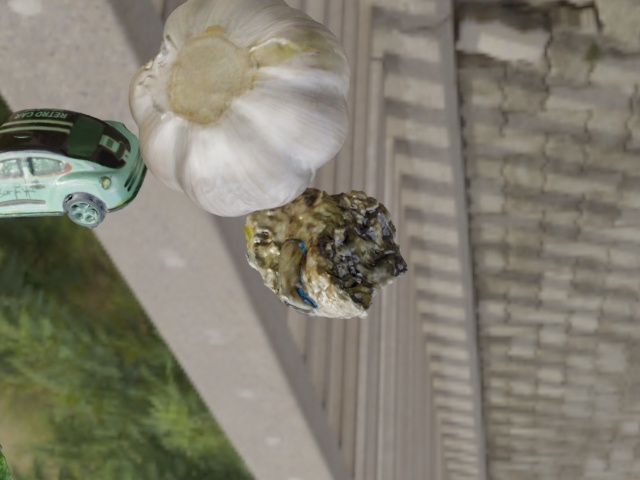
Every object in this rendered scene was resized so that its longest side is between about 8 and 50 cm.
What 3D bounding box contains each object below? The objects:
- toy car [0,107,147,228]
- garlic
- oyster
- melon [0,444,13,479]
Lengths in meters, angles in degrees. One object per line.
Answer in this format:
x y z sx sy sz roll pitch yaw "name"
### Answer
-0.380 -0.102 1.619 0.306 0.136 0.125 0 134 12 "toy car"
-0.070 -0.127 1.190 0.228 0.228 0.152 -15 167 29 "garlic"
0.000 0.000 1.569 0.223 0.214 0.083 22 135 17 "oyster"
-0.397 0.291 1.030 0.124 0.323 0.196 14 122 30 "melon"
